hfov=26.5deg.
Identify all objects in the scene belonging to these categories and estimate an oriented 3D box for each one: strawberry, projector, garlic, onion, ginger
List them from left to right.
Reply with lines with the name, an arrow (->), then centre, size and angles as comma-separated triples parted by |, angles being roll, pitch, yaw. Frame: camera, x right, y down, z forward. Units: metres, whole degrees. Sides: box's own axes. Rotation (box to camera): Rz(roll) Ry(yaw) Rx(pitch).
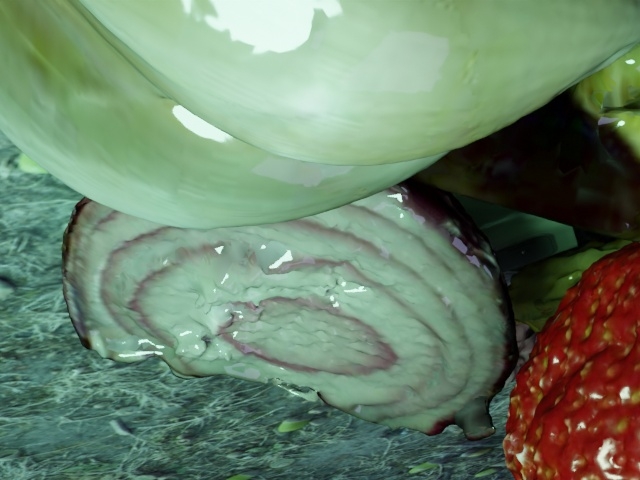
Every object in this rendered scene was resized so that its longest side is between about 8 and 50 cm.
garlic -> -0.049, -0.111, 0.501 | 0.325, 0.132, 0.279 | 35, 151, -2
onion -> 0.000, 0.000, 0.900 | 0.314, 0.146, 0.280 | 21, 142, -4
projector -> 0.139, -0.026, 1.014 | 0.082, 0.083, 0.083 | -20, 155, 9
strawberry -> 0.238, 0.113, 0.832 | 0.257, 0.257, 0.276 | -15, 143, -3
ginger -> 0.214, -0.103, 0.720 | 0.359, 0.211, 0.413 | 13, -173, -12

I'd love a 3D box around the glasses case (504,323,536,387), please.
glasses case -> 0.175, 0.105, 1.337 | 0.103, 0.070, 0.193 | -22, 155, 10

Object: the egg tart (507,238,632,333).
egg tart -> 0.363, 0.078, 1.127 | 0.443, 0.178, 0.443 | -4, 176, 0
